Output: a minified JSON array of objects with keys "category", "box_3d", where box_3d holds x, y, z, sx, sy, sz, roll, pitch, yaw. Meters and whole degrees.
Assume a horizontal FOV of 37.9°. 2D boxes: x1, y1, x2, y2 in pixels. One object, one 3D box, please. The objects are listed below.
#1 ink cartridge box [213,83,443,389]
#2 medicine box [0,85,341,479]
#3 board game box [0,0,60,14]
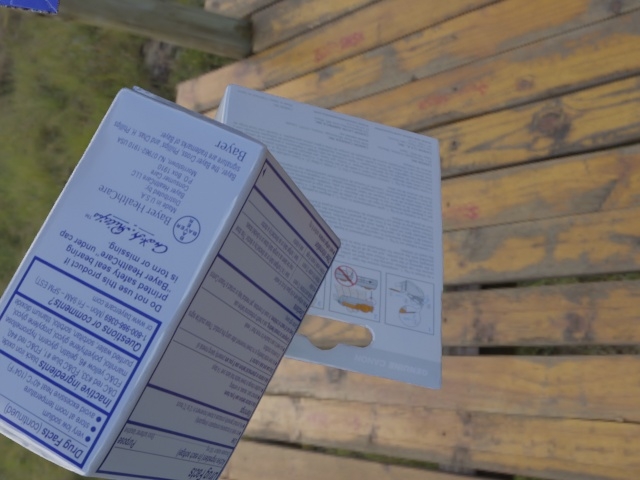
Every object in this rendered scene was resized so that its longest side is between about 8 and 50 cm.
[{"category":"ink cartridge box","box_3d":[0.000,0.000,1.181,0.091,0.308,0.384,123,156,-53]},{"category":"medicine box","box_3d":[-0.133,0.059,0.830,0.149,0.263,0.289,25,81,20]},{"category":"board game box","box_3d":[-0.588,-0.586,1.761,0.291,0.141,0.232,41,122,48]}]
